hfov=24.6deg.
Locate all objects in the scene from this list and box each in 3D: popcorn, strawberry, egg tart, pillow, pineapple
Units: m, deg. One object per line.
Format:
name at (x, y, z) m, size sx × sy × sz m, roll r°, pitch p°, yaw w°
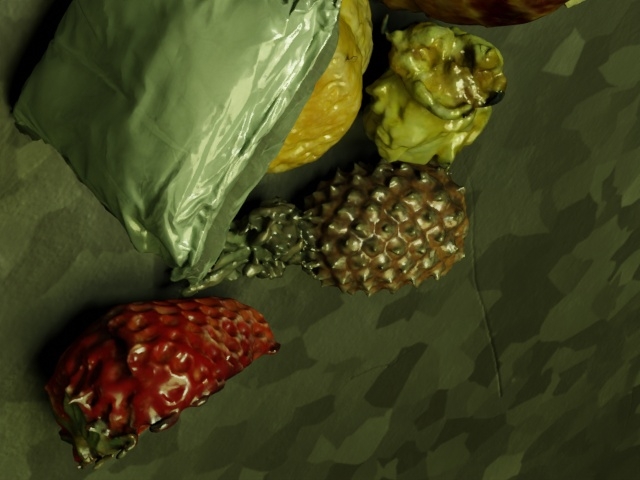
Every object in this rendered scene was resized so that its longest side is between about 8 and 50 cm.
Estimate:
popcorn at (0.120, -0.169, 1.660) m, size 0.168 × 0.173 × 0.195 m, roll -36°, pitch 179°, yaw 2°
strawberry at (-0.188, 0.134, 1.675) m, size 0.280 × 0.150 × 0.253 m, roll -33°, pitch -179°, yaw -14°
egg tart at (-0.054, -0.163, 1.540) m, size 0.319 × 0.128 × 0.319 m, roll -26°, pitch 142°, yaw -22°
pillow at (-0.140, -0.161, 1.345) m, size 0.138 × 0.283 × 0.310 m, roll 7°, pitch 117°, yaw -59°
pineapple at (0.000, 0.000, 1.738) m, size 0.361 × 0.175 × 0.175 m, roll -14°, pitch 135°, yaw -20°

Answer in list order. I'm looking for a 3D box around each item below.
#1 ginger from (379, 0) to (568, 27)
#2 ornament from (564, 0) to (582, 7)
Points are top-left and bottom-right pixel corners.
ginger at (0.168, -0.321, 1.486) m, size 0.274 × 0.152 × 0.357 m, roll 6°, pitch 165°, yaw -17°
ornament at (0.352, -0.365, 1.783) m, size 0.201 × 0.059 × 0.180 m, roll -48°, pitch 146°, yaw 2°
